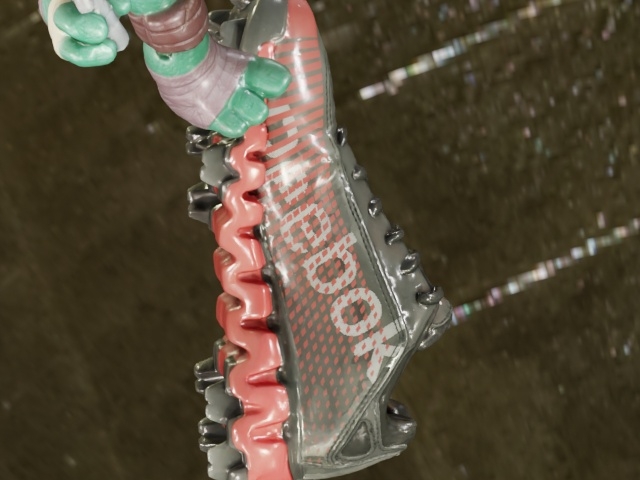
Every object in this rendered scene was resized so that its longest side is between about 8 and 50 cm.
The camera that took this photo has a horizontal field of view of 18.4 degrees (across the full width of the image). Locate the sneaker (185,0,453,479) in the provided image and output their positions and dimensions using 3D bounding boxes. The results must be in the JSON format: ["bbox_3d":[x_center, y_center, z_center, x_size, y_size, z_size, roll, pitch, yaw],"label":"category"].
[{"bbox_3d":[0.000,0.000,1.028,0.135,0.097,0.276,-4,102,-7],"label":"sneaker"}]

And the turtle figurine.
[{"bbox_3d":[-0.061,-0.141,0.754,0.118,0.234,0.175,32,80,25],"label":"turtle figurine"}]
